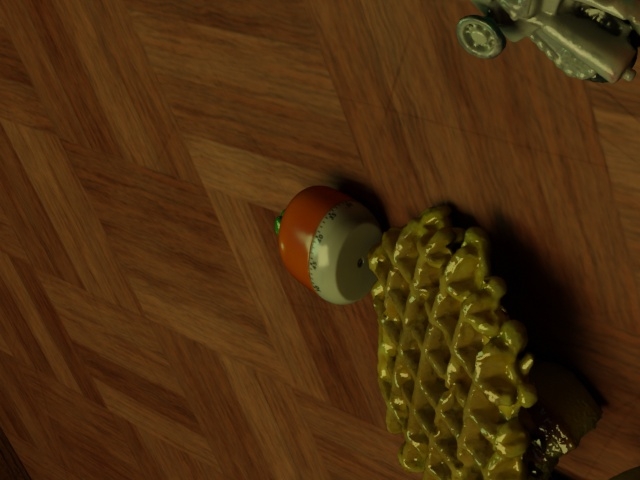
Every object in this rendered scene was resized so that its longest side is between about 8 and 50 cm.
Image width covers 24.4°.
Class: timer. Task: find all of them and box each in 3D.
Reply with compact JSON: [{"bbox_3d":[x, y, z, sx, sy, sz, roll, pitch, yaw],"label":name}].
[{"bbox_3d":[0.000,0.000,1.567,0.136,0.099,0.136,26,134,31],"label":"timer"}]

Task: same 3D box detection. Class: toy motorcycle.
[{"bbox_3d":[0.149,-0.220,1.037,0.260,0.110,0.171,44,151,-9],"label":"toy motorcycle"}]

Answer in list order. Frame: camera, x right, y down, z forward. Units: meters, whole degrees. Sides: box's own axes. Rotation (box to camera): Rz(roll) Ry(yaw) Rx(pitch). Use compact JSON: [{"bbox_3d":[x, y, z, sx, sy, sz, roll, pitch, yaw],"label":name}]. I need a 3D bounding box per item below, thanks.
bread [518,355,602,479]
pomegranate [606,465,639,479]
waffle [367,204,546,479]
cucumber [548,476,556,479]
[{"bbox_3d":[0.207,0.181,1.496,0.125,0.086,0.156,45,151,18],"label":"bread"},{"bbox_3d":[0.330,0.333,1.288,0.319,0.319,0.319,37,150,25],"label":"pomegranate"},{"bbox_3d":[0.122,0.119,1.465,0.329,0.062,0.329,166,90,-69],"label":"waffle"},{"bbox_3d":[0.240,0.276,1.606,0.187,0.058,0.058,27,146,39],"label":"cucumber"}]
